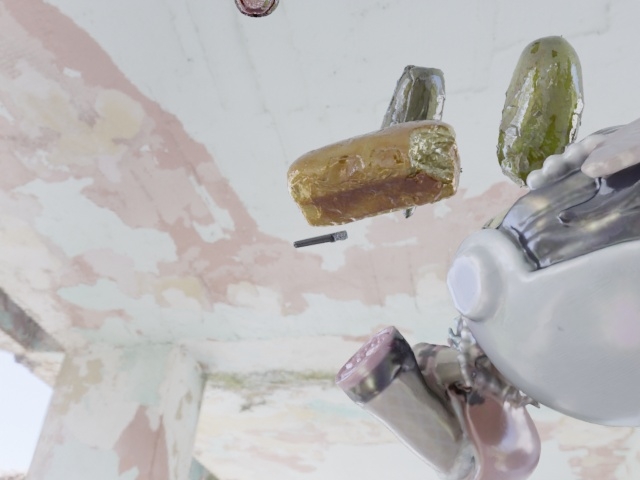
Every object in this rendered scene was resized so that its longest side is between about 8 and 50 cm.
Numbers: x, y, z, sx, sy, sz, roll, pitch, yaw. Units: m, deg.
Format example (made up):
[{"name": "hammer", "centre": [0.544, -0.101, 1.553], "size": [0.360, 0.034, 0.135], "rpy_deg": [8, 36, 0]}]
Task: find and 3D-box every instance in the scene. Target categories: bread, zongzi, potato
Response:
[{"name": "bread", "centre": [0.107, -0.143, 1.250], "size": [0.343, 0.195, 0.149], "rpy_deg": [-13, -63, 23]}, {"name": "zongzi", "centre": [0.278, -0.302, 1.819], "size": [0.174, 0.393, 0.356], "rpy_deg": [11, -59, -9]}, {"name": "potato", "centre": [0.357, -0.207, 1.011], "size": [0.113, 0.252, 0.149], "rpy_deg": [11, 5, -12]}]

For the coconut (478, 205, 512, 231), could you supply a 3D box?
[{"name": "coconut", "centre": [0.341, 0.035, 0.993], "size": [0.170, 0.183, 0.171], "rpy_deg": [-18, -55, -29]}]

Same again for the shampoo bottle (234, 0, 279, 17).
[{"name": "shampoo bottle", "centre": [-0.096, -0.459, 0.890], "size": [0.064, 0.261, 0.102], "rpy_deg": [-2, -14, -6]}]

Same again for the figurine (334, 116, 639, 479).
[{"name": "figurine", "centre": [0.210, 0.072, 0.521], "size": [0.253, 0.211, 0.361], "rpy_deg": [-8, -38, -50]}]

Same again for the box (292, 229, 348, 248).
[{"name": "box", "centre": [0.000, 0.000, 1.650], "size": [0.125, 0.027, 0.126], "rpy_deg": [-12, 1, 20]}]
